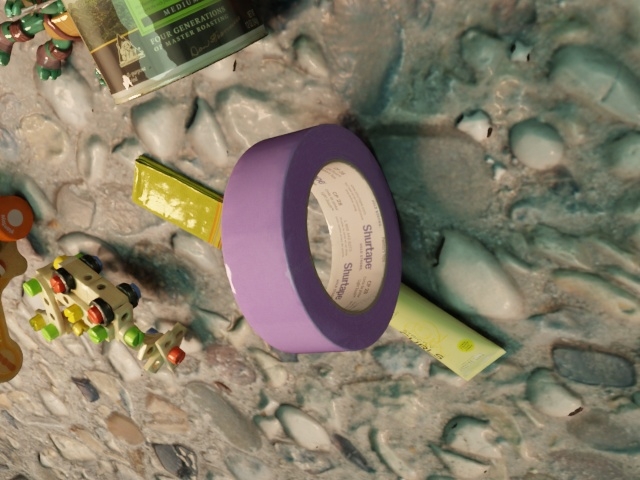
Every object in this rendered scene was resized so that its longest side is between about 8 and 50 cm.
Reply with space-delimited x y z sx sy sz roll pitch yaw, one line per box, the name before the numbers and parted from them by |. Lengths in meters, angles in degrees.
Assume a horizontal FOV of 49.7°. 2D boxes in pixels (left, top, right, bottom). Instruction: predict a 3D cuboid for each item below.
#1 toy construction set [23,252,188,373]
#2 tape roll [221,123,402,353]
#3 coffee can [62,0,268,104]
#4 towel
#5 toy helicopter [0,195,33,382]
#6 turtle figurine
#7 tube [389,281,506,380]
toy construction set | -0.399 0.137 1.251 0.327 0.151 0.215 21 130 13
tape roll | 0.000 0.000 0.854 0.090 0.275 0.275 -10 118 33
coffee can | -0.204 -0.320 0.771 0.201 0.201 0.276 -11 114 34
towel | -0.198 -0.044 1.100 0.237 0.021 0.102 28 131 8
toy helicopter | -0.628 0.096 1.245 0.140 0.235 0.355 -3 104 30
turtle figurine | -0.345 -0.284 0.935 0.234 0.118 0.175 -6 149 40
tube | 0.148 0.119 1.010 0.240 0.062 0.070 35 173 -5
